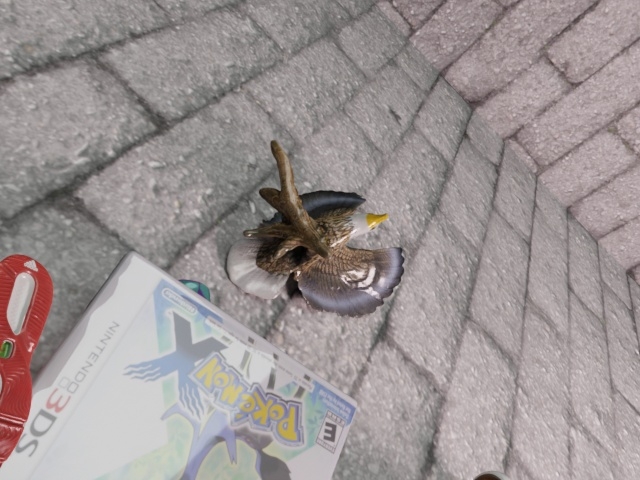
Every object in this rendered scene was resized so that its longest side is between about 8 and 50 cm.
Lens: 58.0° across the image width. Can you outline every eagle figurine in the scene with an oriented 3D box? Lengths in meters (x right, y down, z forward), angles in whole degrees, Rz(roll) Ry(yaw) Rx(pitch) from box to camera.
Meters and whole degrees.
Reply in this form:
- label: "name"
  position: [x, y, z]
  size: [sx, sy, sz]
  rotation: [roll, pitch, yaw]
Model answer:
- label: "eagle figurine"
  position: [0.011, 0.000, 0.927]
  size: [0.298, 0.225, 0.226]
  rotation: [31, 74, -72]

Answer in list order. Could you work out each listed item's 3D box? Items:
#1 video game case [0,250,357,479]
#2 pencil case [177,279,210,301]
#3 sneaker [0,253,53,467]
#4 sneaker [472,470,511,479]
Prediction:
- label: "video game case"
  position: [-0.138, 0.218, 0.588]
  size: [0.329, 0.036, 0.300]
  rotation: [38, 55, -17]
- label: "pencil case"
  position: [-0.163, 0.126, 0.692]
  size: [0.070, 0.064, 0.152]
  rotation: [-8, 57, -6]
- label: "sneaker"
  position: [-0.322, 0.123, 0.507]
  size: [0.087, 0.128, 0.221]
  rotation: [48, 43, -44]
- label: "sneaker"
  position: [0.298, 0.483, 0.841]
  size: [0.123, 0.106, 0.290]
  rotation: [13, 56, -52]
